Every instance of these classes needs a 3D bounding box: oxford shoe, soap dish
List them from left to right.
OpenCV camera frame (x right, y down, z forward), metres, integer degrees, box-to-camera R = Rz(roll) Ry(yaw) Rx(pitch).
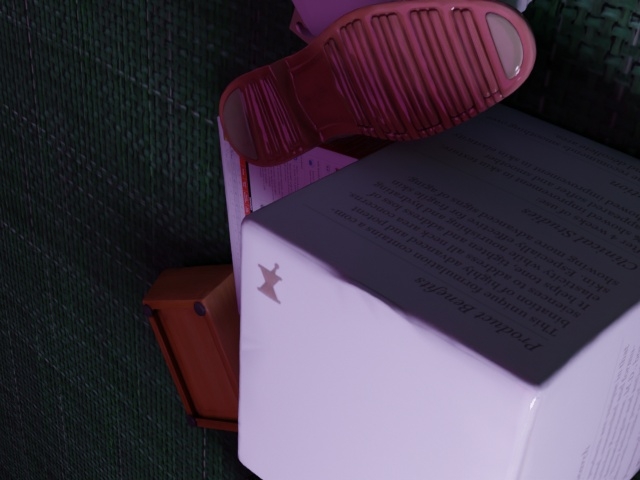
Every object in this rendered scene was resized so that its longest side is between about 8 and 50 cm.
[{"bbox_3d":[-0.165,0.184,1.640,0.229,0.118,0.290,-5,110,48],"label":"soap dish"},{"bbox_3d":[0.066,-0.183,1.053,0.397,0.146,0.140,-6,108,42],"label":"oxford shoe"}]

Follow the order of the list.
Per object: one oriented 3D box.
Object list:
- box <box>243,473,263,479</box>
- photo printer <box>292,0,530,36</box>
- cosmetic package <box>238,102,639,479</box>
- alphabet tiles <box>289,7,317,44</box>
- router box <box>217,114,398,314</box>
[{"bbox_3d":[0.033,0.545,1.336,0.479,0.297,0.472,58,177,4],"label":"box"},{"bbox_3d":[0.073,-0.336,1.022,0.308,0.107,0.256,9,136,44],"label":"photo printer"},{"bbox_3d":[0.163,0.101,1.017,0.329,0.394,0.327,31,132,33],"label":"cosmetic package"},{"bbox_3d":[0.062,-0.344,1.162,0.285,0.011,0.342,42,138,21],"label":"alphabet tiles"},{"bbox_3d":[0.000,0.000,1.379,0.301,0.082,0.335,22,127,37],"label":"router box"}]
